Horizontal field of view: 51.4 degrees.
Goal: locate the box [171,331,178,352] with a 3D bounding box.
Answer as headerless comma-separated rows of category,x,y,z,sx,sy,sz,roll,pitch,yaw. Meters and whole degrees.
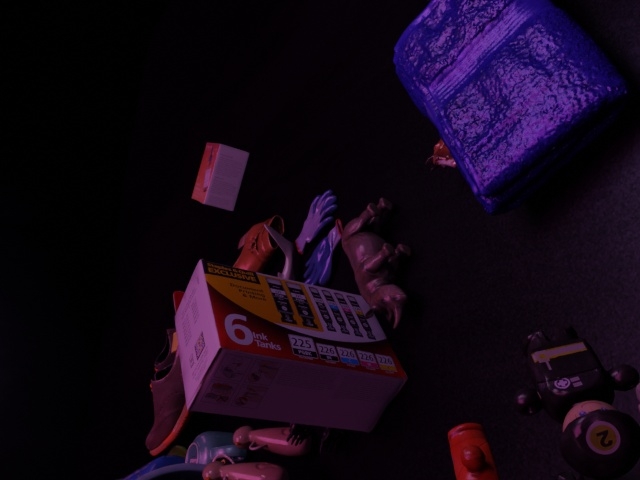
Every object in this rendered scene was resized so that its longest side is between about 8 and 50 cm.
box,-0.303,0.250,1.701,0.232,0.087,0.058,-27,54,54

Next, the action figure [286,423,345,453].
action figure,-0.063,0.246,1.183,0.140,0.164,0.275,-57,38,22

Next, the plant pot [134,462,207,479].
plant pot,-0.280,0.636,1.212,0.334,0.341,0.341,124,147,-42

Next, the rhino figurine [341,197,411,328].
rhino figurine,0.094,0.044,1.077,0.106,0.073,0.243,-50,38,33

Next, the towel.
towel,0.218,-0.211,0.850,0.227,0.076,0.308,-49,51,34

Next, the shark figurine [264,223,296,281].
shark figurine,-0.119,0.122,1.395,0.278,0.116,0.166,-67,30,19

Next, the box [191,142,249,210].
box,-0.283,-0.180,1.866,0.130,0.091,0.170,19,95,63

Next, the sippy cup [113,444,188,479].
sippy cup,-0.383,0.621,1.542,0.224,0.240,0.305,-45,48,28

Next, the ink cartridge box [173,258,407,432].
ink cartridge box,-0.062,0.146,1.058,0.130,0.310,0.271,-61,31,25

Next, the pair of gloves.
pair of gloves,0.000,0.000,1.328,0.159,0.023,0.198,-59,31,32

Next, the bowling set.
bowling set,-0.119,0.458,1.126,0.154,0.287,0.199,-3,100,23

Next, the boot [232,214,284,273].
boot,-0.141,0.045,1.517,0.152,0.073,0.197,-30,54,49

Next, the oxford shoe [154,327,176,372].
oxford shoe,-0.422,0.371,1.846,0.097,0.099,0.271,15,90,63

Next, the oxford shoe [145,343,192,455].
oxford shoe,-0.368,0.388,1.664,0.363,0.133,0.130,-58,3,21

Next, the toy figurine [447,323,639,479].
toy figurine,0.236,0.205,0.581,0.213,0.210,0.148,-58,15,23

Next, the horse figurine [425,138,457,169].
horse figurine,0.252,-0.218,0.920,0.174,0.066,0.263,14,92,57

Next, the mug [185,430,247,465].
mug,-0.230,0.471,1.443,0.157,0.098,0.129,-66,29,19
